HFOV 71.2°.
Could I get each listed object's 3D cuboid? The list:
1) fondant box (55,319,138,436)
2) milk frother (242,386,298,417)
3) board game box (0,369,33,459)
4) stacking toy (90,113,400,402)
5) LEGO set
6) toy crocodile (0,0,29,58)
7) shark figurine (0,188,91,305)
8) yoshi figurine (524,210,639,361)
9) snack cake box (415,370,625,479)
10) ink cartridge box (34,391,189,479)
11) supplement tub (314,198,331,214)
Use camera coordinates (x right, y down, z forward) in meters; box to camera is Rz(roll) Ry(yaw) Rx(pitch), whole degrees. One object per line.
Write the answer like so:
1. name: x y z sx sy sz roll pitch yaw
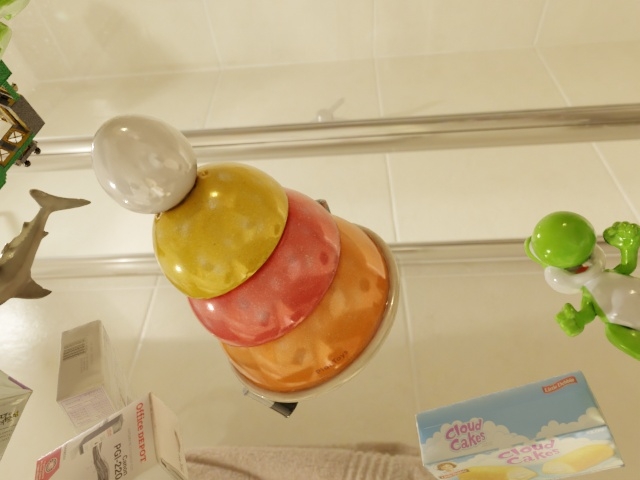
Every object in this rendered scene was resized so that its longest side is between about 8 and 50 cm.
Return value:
1. fondant box: -0.501 0.389 1.051 0.238 0.096 0.330 44 149 54
2. milk frother: -0.142 0.410 1.213 0.143 0.134 0.129 -52 11 27
3. board game box: -0.427 0.245 0.409 0.275 0.142 0.144 -66 -16 -2
4. stacking toy: -0.117 -0.002 0.663 0.480 0.350 0.351 51 -150 -42
5. LEGO set: -0.696 -0.255 0.820 0.331 0.192 0.255 97 -164 -76
6. toy crocodile: -0.421 -0.159 0.455 0.105 0.115 0.341 -4 62 56
7. shark figurine: -0.528 0.043 0.807 0.166 0.116 0.278 -27 35 57
8. yoshi figurine: 0.512 0.071 0.808 0.362 0.203 0.203 51 145 45
9. snack cake box: 0.305 0.312 0.702 0.152 0.264 0.089 49 -154 -34
10. ink cartridge box: -0.342 0.380 0.731 0.158 0.217 0.092 47 162 54
11. supplement tub: 0.000 0.000 1.158 0.106 0.106 0.198 -77 -34 -74
